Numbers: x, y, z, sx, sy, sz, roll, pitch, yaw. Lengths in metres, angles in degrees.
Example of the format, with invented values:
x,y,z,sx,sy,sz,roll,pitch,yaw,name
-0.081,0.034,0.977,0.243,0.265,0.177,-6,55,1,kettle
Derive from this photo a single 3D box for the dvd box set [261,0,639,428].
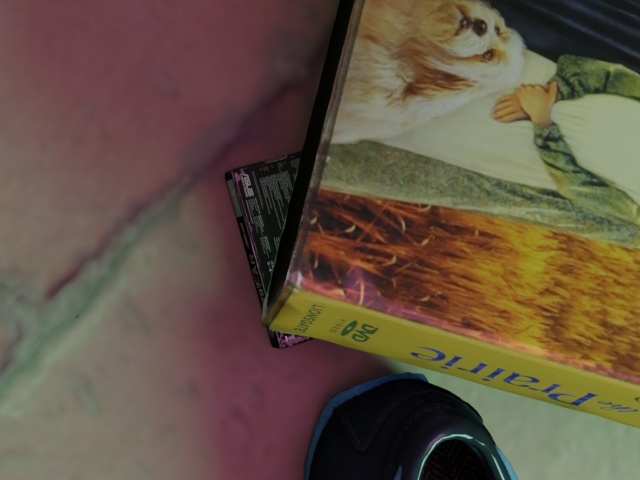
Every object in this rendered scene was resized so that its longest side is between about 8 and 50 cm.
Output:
x,y,z,sx,sy,sz,roll,pitch,yaw,name
0.211,-0.055,0.679,0.420,0.062,0.308,17,72,-7,dvd box set

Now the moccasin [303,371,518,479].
x,y,z,sx,sy,sz,roll,pitch,yaw,name
0.059,0.230,0.666,0.137,0.117,0.342,-19,93,-14,moccasin

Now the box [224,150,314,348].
x,y,z,sx,sy,sz,roll,pitch,yaw,name
0.000,0.000,0.708,0.067,0.018,0.083,-17,93,-15,box
